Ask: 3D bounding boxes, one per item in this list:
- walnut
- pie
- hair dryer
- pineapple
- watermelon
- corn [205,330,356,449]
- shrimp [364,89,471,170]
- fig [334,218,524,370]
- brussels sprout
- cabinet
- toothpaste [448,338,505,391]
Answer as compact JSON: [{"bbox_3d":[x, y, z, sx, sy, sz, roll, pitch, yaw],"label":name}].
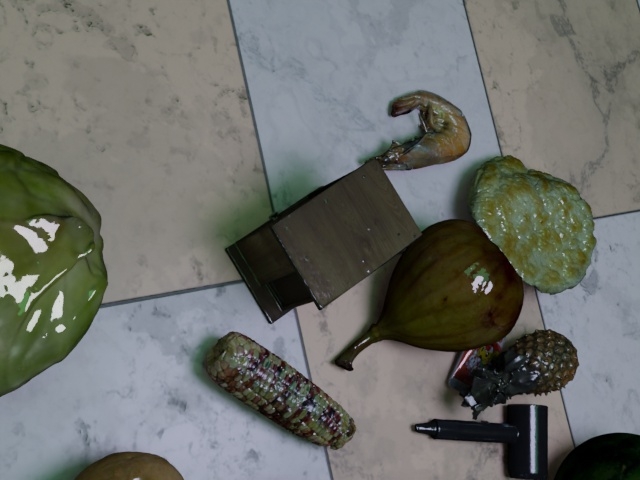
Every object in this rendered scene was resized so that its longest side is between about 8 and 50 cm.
[{"bbox_3d":[-0.251,0.345,1.082,0.166,0.149,0.167,-15,119,-28],"label":"walnut"},{"bbox_3d":[0.378,-0.028,1.511,0.274,0.105,0.257,29,52,-18],"label":"pie"},{"bbox_3d":[0.269,0.337,1.413,0.255,0.070,0.128,6,76,-20],"label":"hair dryer"},{"bbox_3d":[0.328,0.229,1.414,0.251,0.125,0.125,-16,86,-43],"label":"pineapple"},{"bbox_3d":[0.508,0.444,1.410,0.242,0.242,0.242,7,75,-27],"label":"watermelon"},{"bbox_3d":[-0.057,0.226,1.243,0.253,0.086,0.086,37,64,-19],"label":"corn"},{"bbox_3d":[0.165,-0.187,1.482,0.251,0.052,0.144,-22,79,-38],"label":"shrimp"},{"bbox_3d":[0.157,0.106,1.346,0.320,0.217,0.217,-27,92,-8],"label":"fig"},{"bbox_3d":[-0.426,0.032,1.004,0.328,0.247,0.328,8,78,-43],"label":"brussels sprout"},{"bbox_3d":[0.000,0.000,1.272,0.215,0.174,0.148,-35,96,-29],"label":"cabinet"},{"bbox_3d":[0.291,0.161,1.467,0.089,0.057,0.234,32,74,-27],"label":"toothpaste"}]
